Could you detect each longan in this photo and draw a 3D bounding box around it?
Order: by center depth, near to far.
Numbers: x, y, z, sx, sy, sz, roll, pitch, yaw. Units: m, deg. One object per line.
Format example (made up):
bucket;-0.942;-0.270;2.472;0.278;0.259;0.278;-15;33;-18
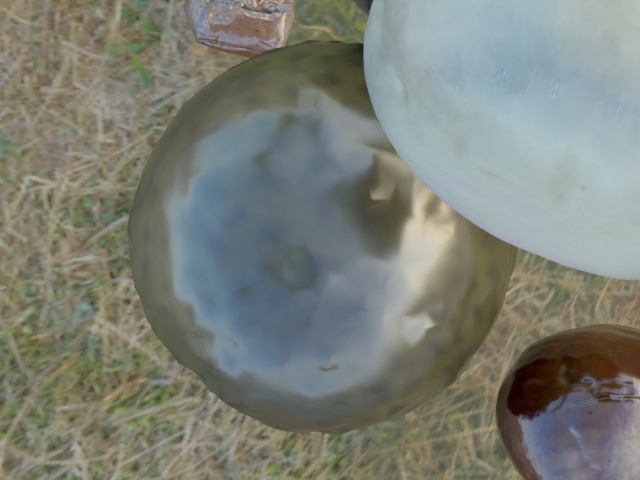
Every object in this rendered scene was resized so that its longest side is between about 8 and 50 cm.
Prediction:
longan;0.000;0.000;1.246;0.391;0.391;0.391;2;97;17

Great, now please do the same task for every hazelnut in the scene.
hazelnut;0.300;0.178;1.268;0.229;0.229;0.229;2;97;17

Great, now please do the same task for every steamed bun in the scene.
steamed bun;-0.103;-0.314;1.626;0.145;0.175;0.106;14;130;-13

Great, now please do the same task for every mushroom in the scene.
mushroom;0.162;-0.127;0.839;0.315;0.315;0.356;-32;78;18

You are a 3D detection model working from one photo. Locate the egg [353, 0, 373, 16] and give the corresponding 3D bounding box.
egg;0.181;-0.329;1.165;0.428;0.345;0.345;36;108;42
